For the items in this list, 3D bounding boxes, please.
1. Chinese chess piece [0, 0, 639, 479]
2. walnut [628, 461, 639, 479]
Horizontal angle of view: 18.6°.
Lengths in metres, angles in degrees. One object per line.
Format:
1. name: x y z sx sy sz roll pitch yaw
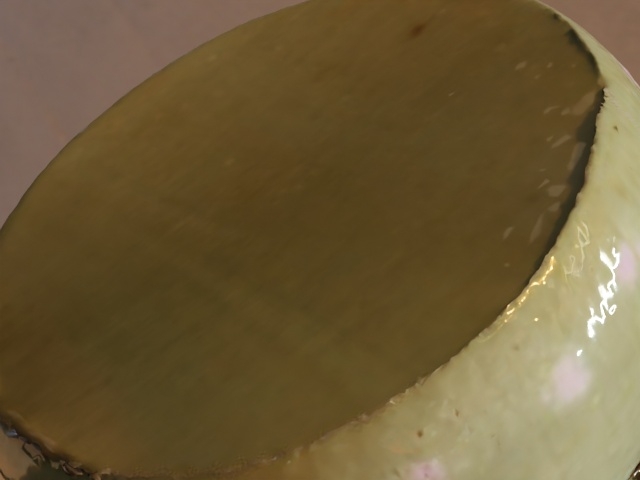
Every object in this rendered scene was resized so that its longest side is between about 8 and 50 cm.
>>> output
1. Chinese chess piece: 0.005 0.030 0.923 0.349 0.349 0.146 13 -36 44
2. walnut: 0.204 0.091 1.364 0.209 0.336 0.209 4 -57 6
